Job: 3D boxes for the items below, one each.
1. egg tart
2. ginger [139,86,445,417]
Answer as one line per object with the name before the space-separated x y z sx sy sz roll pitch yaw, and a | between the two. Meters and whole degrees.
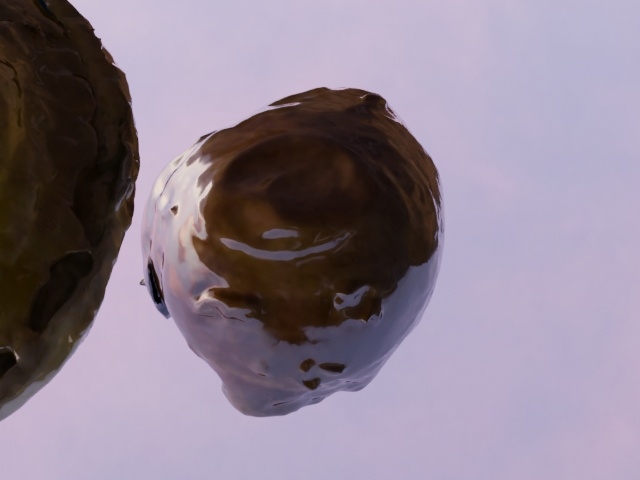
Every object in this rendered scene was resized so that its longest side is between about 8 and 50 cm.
egg tart | -0.299 -0.038 1.183 0.388 0.169 0.387 -5 -118 10
ginger | 0.001 -0.003 1.441 0.269 0.200 0.223 -20 -138 -33
